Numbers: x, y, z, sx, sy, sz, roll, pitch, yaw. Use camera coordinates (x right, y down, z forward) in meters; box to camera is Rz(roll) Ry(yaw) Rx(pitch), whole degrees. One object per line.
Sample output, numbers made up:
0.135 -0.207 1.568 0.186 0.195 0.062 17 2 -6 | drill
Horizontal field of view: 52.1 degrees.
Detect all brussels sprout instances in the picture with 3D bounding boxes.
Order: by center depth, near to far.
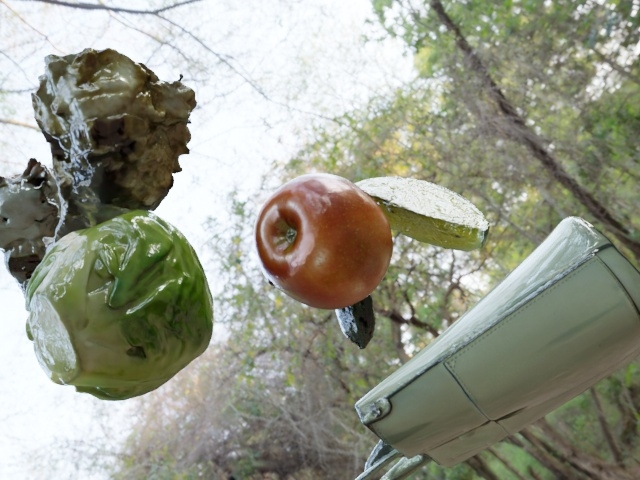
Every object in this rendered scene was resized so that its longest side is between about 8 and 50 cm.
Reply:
-0.221 0.076 0.744 0.223 0.161 0.223 10 -104 -41 | brussels sprout

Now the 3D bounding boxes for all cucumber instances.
0.031 0.037 0.941 0.067 0.245 0.067 -17 -28 -9 | cucumber

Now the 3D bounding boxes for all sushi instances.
-0.473 0.012 1.111 0.124 0.130 0.332 -12 -63 -10 | sushi

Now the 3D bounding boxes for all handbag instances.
0.135 0.123 0.581 0.315 0.109 0.241 -36 -33 8 | handbag

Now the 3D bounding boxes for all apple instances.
0.000 0.000 0.769 0.139 0.163 0.163 23 -75 -45 | apple

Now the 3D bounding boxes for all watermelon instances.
0.129 -0.023 0.824 0.092 0.181 0.075 -33 -42 -52 | watermelon

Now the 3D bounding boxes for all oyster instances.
-0.289 -0.085 0.828 0.337 0.197 0.133 -54 16 39 | oyster
